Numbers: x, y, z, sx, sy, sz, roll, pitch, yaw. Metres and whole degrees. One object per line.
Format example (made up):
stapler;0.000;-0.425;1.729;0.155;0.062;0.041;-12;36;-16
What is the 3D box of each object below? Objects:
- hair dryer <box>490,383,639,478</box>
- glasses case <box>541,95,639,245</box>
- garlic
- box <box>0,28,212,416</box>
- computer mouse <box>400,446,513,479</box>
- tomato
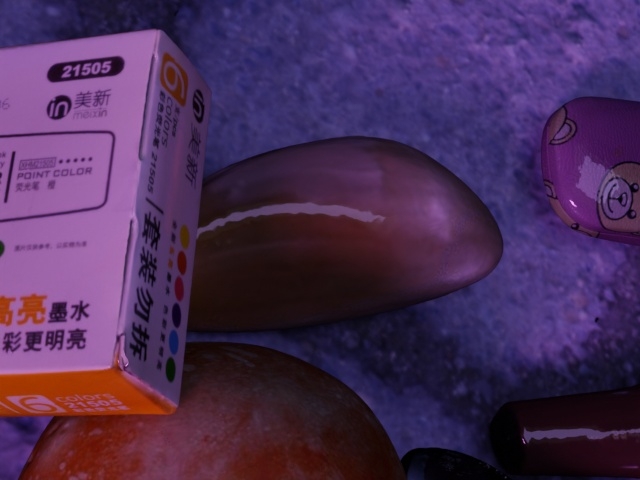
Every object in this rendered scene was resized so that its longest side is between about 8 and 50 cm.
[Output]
hair dryer;0.304;0.265;1.129;0.312;0.123;0.340;-5;86;-18
glasses case;0.333;-0.051;1.245;0.316;0.076;0.123;7;70;-26
garlic;-0.001;-0.009;1.055;0.318;0.112;0.143;-11;81;-19
box;-0.209;-0.002;0.848;0.091;0.274;0.221;48;40;-59
computer mouse;0.130;0.249;1.004;0.233;0.096;0.137;62;27;-3
tomato;-0.058;0.192;0.877;0.270;0.222;0.270;7;71;-22
